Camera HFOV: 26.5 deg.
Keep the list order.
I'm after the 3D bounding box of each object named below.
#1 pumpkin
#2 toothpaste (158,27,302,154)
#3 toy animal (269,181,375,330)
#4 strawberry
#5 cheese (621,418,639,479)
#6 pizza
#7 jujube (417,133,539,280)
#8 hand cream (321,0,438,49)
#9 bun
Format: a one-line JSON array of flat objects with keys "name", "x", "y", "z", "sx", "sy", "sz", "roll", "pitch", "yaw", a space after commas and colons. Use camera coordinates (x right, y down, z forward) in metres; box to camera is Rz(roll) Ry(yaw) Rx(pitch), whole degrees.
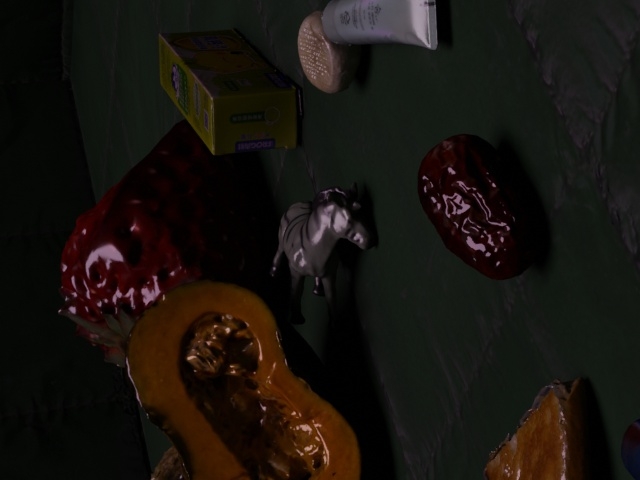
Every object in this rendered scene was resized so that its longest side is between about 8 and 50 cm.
[{"name": "pumpkin", "x": -0.088, "y": 0.215, "z": 1.517, "sx": 0.325, "sy": 0.242, "sz": 0.232, "roll": 59, "pitch": 174, "yaw": 10}, {"name": "toothpaste", "x": -0.122, "y": -0.196, "z": 1.739, "sx": 0.327, "sy": 0.110, "sz": 0.077, "roll": -130, "pitch": 35, "yaw": -61}, {"name": "toy animal", "x": -0.005, "y": 0.000, "z": 1.501, "sx": 0.217, "sy": 0.073, "sz": 0.176, "roll": -124, "pitch": 38, "yaw": -66}, {"name": "strawberry", "x": -0.187, "y": 0.004, "z": 1.840, "sx": 0.317, "sy": 0.295, "sz": 0.345, "roll": 81, "pitch": -153, "yaw": -58}, {"name": "cheese", "x": 0.185, "y": 0.274, "z": 0.850, "sx": 0.217, "sy": 0.129, "sz": 0.329, "roll": -72, "pitch": -5, "yaw": -84}, {"name": "pizza", "x": 0.165, "y": 0.202, "z": 1.041, "sx": 0.176, "sy": 0.036, "sz": 0.185, "roll": 140, "pitch": 133, "yaw": -74}, {"name": "jujube", "x": 0.125, "y": -0.024, "z": 1.065, "sx": 0.129, "sy": 0.077, "sz": 0.077, "roll": 61, "pitch": 153, "yaw": 33}, {"name": "hand cream", "x": 0.060, "y": -0.210, "z": 1.254, "sx": 0.205, "sy": 0.050, "sz": 0.078, "roll": -168, "pitch": 75, "yaw": -67}, {"name": "bun", "x": 0.015, "y": -0.197, "z": 1.393, "sx": 0.086, "sy": 0.054, "sz": 0.086, "roll": 48, "pitch": 148, "yaw": 43}]
